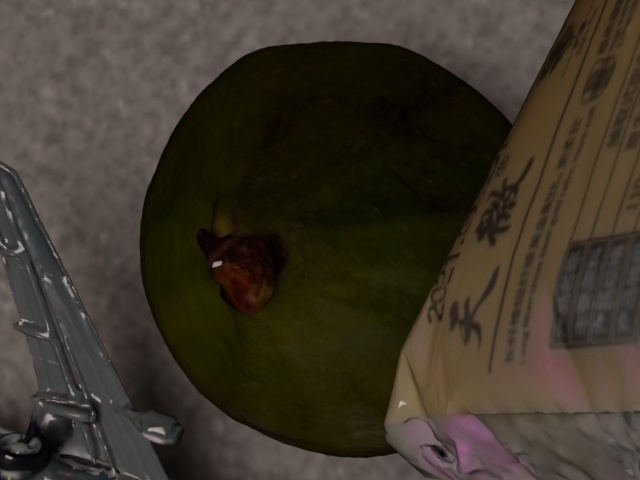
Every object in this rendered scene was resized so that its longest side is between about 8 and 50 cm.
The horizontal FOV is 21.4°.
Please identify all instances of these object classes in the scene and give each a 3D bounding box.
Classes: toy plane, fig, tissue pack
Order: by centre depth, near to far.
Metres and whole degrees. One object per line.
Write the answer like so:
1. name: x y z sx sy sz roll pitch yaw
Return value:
1. tissue pack: 0.135 -0.049 0.376 0.123 0.215 0.256 35 71 -16
2. fig: -0.011 0.009 0.487 0.126 0.185 0.133 -39 80 36
3. toy plane: -0.088 0.083 0.565 0.226 0.058 0.226 19 115 25
